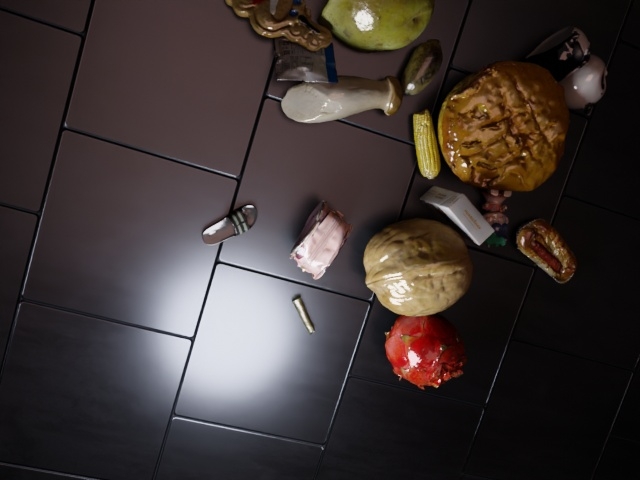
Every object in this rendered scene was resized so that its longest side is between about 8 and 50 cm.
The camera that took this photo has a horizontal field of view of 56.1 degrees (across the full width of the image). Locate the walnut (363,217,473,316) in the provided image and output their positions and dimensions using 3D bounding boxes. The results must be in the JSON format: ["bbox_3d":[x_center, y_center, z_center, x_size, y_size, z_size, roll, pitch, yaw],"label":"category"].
[{"bbox_3d":[0.281,0.078,1.754,0.312,0.252,0.277,-17,115,1],"label":"walnut"}]

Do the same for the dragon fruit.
[{"bbox_3d":[0.317,0.327,1.809,0.240,0.252,0.241,-2,132,-2],"label":"dragon fruit"}]

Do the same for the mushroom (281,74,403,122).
[{"bbox_3d":[0.065,-0.402,1.693,0.349,0.128,0.128,-6,102,-13],"label":"mushroom"}]

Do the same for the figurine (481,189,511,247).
[{"bbox_3d":[0.540,-0.074,1.851,0.111,0.102,0.195,7,96,1],"label":"figurine"}]

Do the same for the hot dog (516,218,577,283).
[{"bbox_3d":[0.725,0.033,1.918,0.252,0.069,0.131,43,90,-16],"label":"hot dog"}]

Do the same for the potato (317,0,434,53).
[{"bbox_3d":[0.191,-0.666,1.618,0.280,0.213,0.330,31,95,-14],"label":"potato"}]

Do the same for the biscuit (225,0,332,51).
[{"bbox_3d":[-0.107,-0.628,1.631,0.319,0.047,0.183,42,84,-4],"label":"biscuit"}]

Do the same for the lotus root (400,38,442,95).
[{"bbox_3d":[0.295,-0.500,1.734,0.089,0.080,0.179,28,94,-12],"label":"lotus root"}]

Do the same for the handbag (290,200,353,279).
[{"bbox_3d":[-0.001,-0.001,1.730,0.116,0.179,0.205,34,92,-8],"label":"handbag"}]

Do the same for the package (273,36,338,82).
[{"bbox_3d":[-0.042,-0.498,1.652,0.173,0.027,0.171,2,56,-12],"label":"package"}]

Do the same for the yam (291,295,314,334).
[{"bbox_3d":[-0.046,0.232,1.838,0.033,0.027,0.130,-28,105,-3],"label":"yam"}]

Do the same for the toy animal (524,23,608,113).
[{"bbox_3d":[0.741,-0.498,1.766,0.165,0.187,0.235,-36,103,33],"label":"toy animal"}]

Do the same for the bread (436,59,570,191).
[{"bbox_3d":[0.520,-0.331,1.740,0.397,0.215,0.399,-2,101,-9],"label":"bread"}]

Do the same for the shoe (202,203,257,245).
[{"bbox_3d":[-0.259,-0.039,1.737,0.179,0.049,0.071,-29,105,-4],"label":"shoe"}]

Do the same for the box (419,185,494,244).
[{"bbox_3d":[0.394,-0.077,1.752,0.067,0.233,0.149,-46,105,0],"label":"box"}]

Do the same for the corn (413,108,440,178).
[{"bbox_3d":[0.315,-0.284,1.785,0.067,0.067,0.207,-14,102,-7],"label":"corn"}]
